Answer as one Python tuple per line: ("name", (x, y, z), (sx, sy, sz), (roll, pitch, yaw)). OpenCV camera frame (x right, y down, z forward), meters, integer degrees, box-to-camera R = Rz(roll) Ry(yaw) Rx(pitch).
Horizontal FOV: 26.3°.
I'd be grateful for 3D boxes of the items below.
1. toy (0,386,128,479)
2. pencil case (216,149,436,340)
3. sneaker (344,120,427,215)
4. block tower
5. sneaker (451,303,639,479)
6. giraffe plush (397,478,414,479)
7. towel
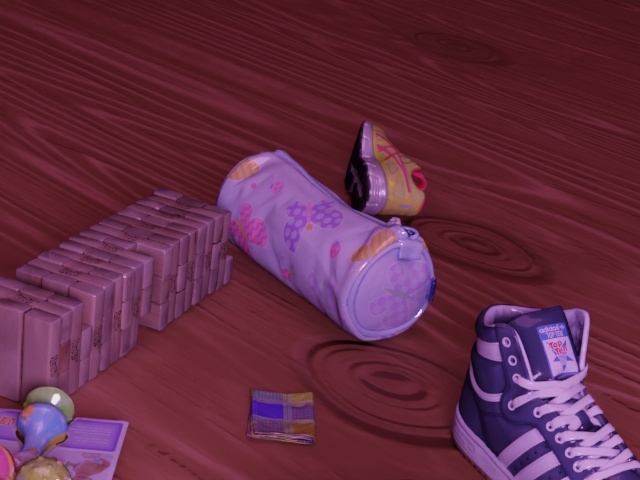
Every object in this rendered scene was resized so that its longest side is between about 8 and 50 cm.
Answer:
("toy", (-0.233, 0.180, 1.041), (0.137, 0.056, 0.237), (6, 23, 0))
("pencil case", (0.000, 0.000, 1.442), (0.113, 0.124, 0.273), (-10, 28, -34))
("sneaker", (0.086, -0.082, 1.729), (0.094, 0.081, 0.208), (11, 29, -9))
("block tower", (-0.200, 0.044, 1.321), (0.091, 0.097, 0.335), (17, 24, 20))
("sneaker", (0.208, 0.153, 1.105), (0.099, 0.153, 0.282), (-8, 27, -30))
("giraffe plush", (0.028, 0.238, 0.880), (0.210, 0.181, 0.170), (-50, 25, -12))
("towel", (-0.034, 0.155, 1.214), (0.060, 0.009, 0.083), (5, 23, -2))
